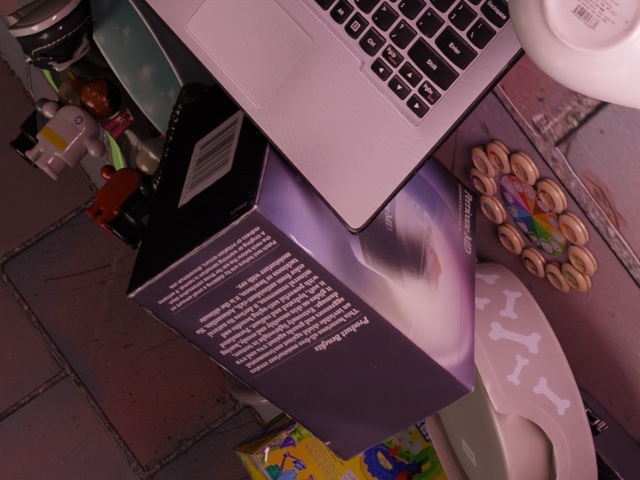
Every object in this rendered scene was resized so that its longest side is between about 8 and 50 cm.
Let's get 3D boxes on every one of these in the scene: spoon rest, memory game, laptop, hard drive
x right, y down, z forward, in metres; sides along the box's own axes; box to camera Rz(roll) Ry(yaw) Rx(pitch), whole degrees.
[{"bbox_3d":[0.240,-0.118,0.895,0.276,0.137,0.084,47,-154,14],"label":"spoon rest"},{"bbox_3d":[0.211,-0.022,1.352,0.186,0.012,0.186,50,164,20],"label":"memory game"},{"bbox_3d":[-0.006,-0.288,1.052,0.382,0.408,0.236,49,-163,24],"label":"laptop"},{"bbox_3d":[0.343,0.287,1.522,0.254,0.054,0.172,51,164,18],"label":"hard drive"}]

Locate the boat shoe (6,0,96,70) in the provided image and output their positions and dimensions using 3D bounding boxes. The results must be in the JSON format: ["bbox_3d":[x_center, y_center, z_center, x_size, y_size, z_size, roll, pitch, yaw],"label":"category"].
[{"bbox_3d":[-0.329,-0.263,1.698,0.091,0.114,0.302,61,176,-17],"label":"boat shoe"}]

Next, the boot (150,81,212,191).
[{"bbox_3d":[-0.077,-0.034,1.590,0.131,0.260,0.348,-96,18,-46],"label":"boot"}]

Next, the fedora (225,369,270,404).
[{"bbox_3d":[-0.004,0.150,2.000,0.124,0.275,0.244,34,-144,-30],"label":"fedora"}]

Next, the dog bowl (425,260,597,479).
[{"bbox_3d":[0.196,0.181,1.508,0.349,0.102,0.349,161,90,-81],"label":"dog bowl"}]

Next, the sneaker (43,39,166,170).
[{"bbox_3d":[-0.293,-0.218,2.242,0.202,0.185,0.483,8,137,45],"label":"sneaker"}]

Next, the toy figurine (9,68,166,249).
[{"bbox_3d":[-0.263,-0.109,1.675,0.209,0.148,0.213,43,172,-19],"label":"toy figurine"}]

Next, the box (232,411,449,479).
[{"bbox_3d":[0.068,0.366,2.097,0.290,0.279,0.177,57,165,-3],"label":"box"}]

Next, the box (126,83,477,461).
[{"bbox_3d":[0.000,0.000,1.322,0.294,0.183,0.296,41,-146,-26],"label":"box"}]

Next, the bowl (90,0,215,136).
[{"bbox_3d":[-0.174,-0.276,1.694,0.311,0.163,0.311,49,163,21],"label":"bowl"}]
